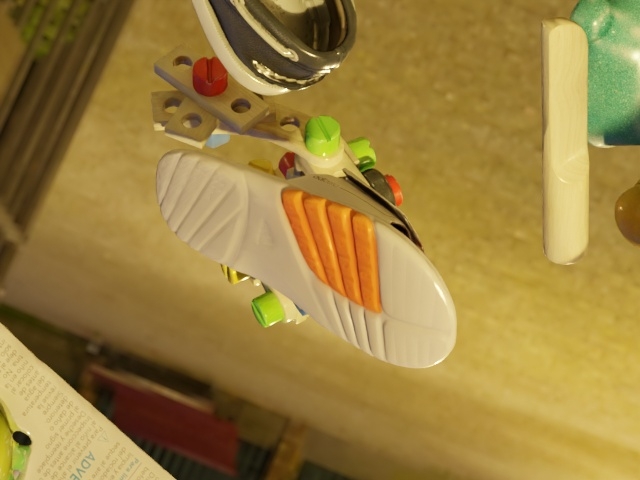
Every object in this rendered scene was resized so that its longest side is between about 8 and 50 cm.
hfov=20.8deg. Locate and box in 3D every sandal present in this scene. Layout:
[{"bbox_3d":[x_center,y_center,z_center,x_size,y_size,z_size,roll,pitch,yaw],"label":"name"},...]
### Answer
[{"bbox_3d":[0.000,-0.009,1.195,0.265,0.076,0.102,29,130,31],"label":"sandal"}]

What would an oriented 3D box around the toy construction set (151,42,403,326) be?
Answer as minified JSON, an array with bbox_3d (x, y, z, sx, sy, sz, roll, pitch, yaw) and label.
[{"bbox_3d":[-0.032,-0.044,1.528,0.215,0.151,0.327,55,172,31],"label":"toy construction set"}]

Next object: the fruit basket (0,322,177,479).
[{"bbox_3d":[-0.249,0.198,0.982,0.353,0.327,0.165,47,153,-23],"label":"fruit basket"}]

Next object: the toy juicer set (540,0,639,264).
[{"bbox_3d":[0.208,-0.087,1.162,0.089,0.209,0.329,32,-145,34],"label":"toy juicer set"}]

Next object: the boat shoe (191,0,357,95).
[{"bbox_3d":[-0.070,-0.241,1.159,0.302,0.114,0.091,55,155,-10],"label":"boat shoe"}]
